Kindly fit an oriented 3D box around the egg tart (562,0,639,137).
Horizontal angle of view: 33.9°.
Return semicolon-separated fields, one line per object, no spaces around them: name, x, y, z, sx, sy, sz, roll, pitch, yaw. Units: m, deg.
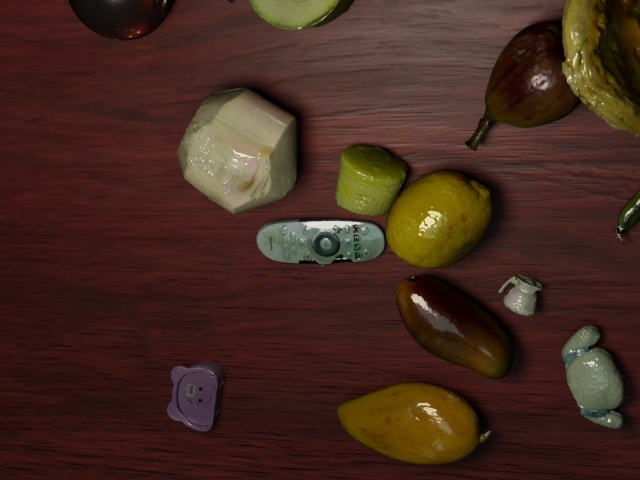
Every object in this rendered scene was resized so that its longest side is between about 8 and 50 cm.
egg tart;0.500;-0.318;1.685;0.132;0.341;0.341;1;116;59

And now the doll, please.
doll;0.520;0.264;1.993;0.104;0.071;0.214;-17;100;20

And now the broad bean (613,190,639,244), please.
broad bean;0.612;-0.078;1.861;0.227;0.039;0.069;-36;90;25

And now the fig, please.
fig;0.346;-0.248;1.824;0.146;0.170;0.274;10;142;-33

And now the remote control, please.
remote control;0.000;0.001;2.068;0.256;0.045;0.097;2;111;12

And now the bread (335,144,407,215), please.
bread;0.090;-0.111;1.970;0.129;0.111;0.114;22;122;13

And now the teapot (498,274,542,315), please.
teapot;0.378;0.099;1.987;0.083;0.064;0.064;33;111;38

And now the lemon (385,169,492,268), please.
lemon;0.216;-0.039;1.925;0.170;0.170;0.207;43;108;-2

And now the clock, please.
clock;-0.267;0.328;2.262;0.110;0.050;0.152;14;112;11

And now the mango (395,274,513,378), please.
mango;0.253;0.168;2.015;0.267;0.111;0.133;37;99;2

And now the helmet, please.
helmet;-0.369;-0.467;1.932;0.189;0.216;0.193;23;70;13

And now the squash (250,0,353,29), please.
squash;-0.040;-0.482;1.863;0.220;0.133;0.220;5;106;19

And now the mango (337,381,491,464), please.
mango;0.185;0.366;2.107;0.317;0.119;0.176;-1;117;22

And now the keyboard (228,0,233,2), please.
keyboard;-0.246;-0.546;1.955;0.251;0.017;0.087;35;117;3

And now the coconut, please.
coconut;-0.141;-0.162;1.961;0.241;0.241;0.241;5;111;15
